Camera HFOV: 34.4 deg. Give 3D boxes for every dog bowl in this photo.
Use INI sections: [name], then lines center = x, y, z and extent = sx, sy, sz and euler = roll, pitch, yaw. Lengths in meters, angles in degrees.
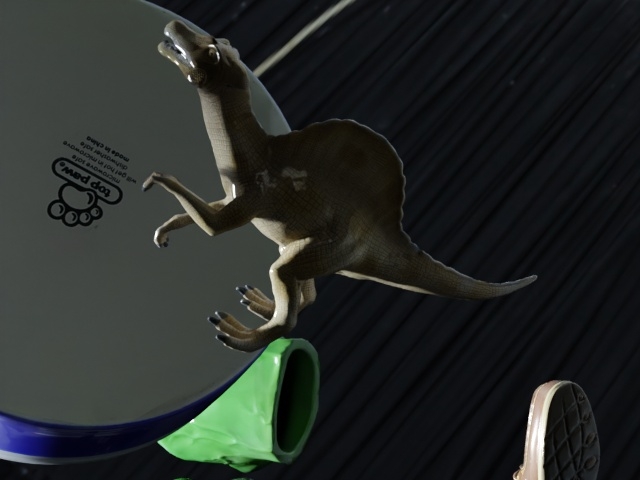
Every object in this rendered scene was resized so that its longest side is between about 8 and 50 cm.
[dog bowl]
center = -0.143, -0.010, 0.600
extent = 0.265, 0.265, 0.104
euler = 43, 150, -1

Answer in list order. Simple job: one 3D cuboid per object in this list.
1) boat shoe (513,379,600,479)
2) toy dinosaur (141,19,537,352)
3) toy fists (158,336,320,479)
[boat shoe]
center = 0.177, 0.193, 0.811
extent = 0.060, 0.064, 0.178
euler = 12, 110, 53
[toy dinosaur]
center = 0.000, 0.000, 0.388
extent = 0.183, 0.092, 0.053
euler = 38, -160, -22
[toy fists]
center = -0.082, 0.205, 0.905
extent = 0.142, 0.279, 0.096
euler = 4, 177, 30
